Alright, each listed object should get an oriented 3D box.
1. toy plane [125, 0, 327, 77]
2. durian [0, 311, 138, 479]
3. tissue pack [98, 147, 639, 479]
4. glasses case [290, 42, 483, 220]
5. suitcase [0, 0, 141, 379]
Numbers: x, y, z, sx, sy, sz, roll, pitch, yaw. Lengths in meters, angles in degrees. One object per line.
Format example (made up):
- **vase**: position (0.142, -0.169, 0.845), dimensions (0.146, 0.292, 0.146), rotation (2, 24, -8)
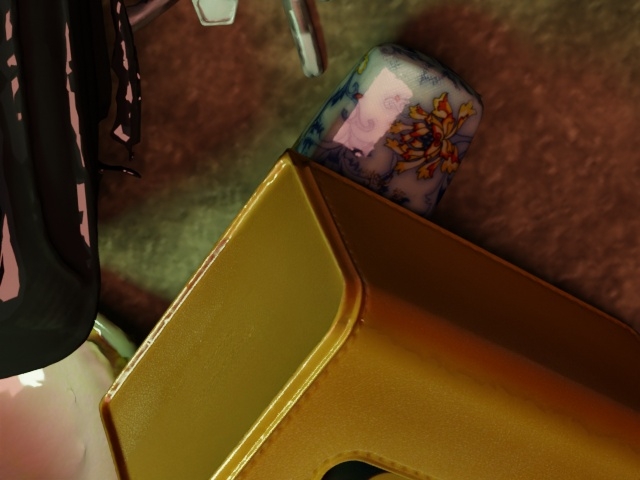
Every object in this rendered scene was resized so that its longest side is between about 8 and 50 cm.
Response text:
- **toy plane**: position (0.036, -0.146, 0.770), dimensions (0.273, 0.107, 0.182), rotation (17, 116, -10)
- **durian**: position (-0.196, 0.115, 0.860), dimensions (0.305, 0.185, 0.195), rotation (20, 84, 2)
- **tissue pack**: position (0.049, 0.110, 0.807), dimensions (0.275, 0.145, 0.194), rotation (26, 114, -29)
- **glasses case**: position (0.000, 0.000, 0.846), dimensions (0.087, 0.065, 0.248), rotation (25, 112, -22)
- **suitcase**: position (-0.264, -0.097, 0.727), dimensions (0.340, 0.188, 0.345), rotation (-7, 104, -14)
